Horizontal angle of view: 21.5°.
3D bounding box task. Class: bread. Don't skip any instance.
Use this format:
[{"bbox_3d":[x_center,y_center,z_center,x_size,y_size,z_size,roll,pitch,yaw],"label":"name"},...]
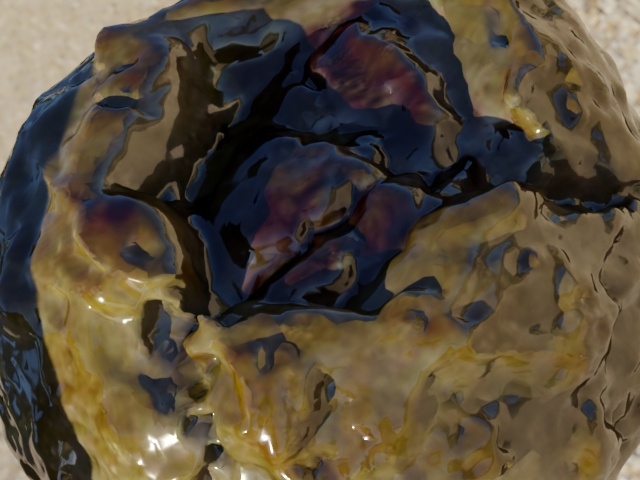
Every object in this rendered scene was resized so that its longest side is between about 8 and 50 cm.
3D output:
[{"bbox_3d":[0.000,0.000,0.516,0.230,0.123,0.230,-8,48,10],"label":"bread"}]
